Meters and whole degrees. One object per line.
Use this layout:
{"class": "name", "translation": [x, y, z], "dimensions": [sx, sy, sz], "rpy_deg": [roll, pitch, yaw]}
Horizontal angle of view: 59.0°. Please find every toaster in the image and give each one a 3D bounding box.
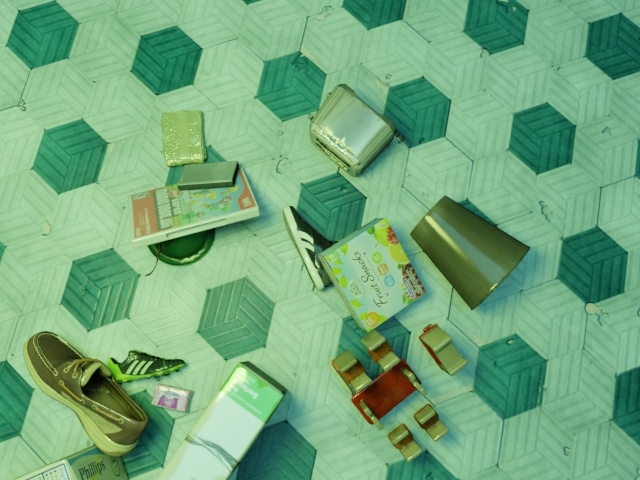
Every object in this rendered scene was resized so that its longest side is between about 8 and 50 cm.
{"class": "toaster", "translation": [0.078, -0.261, 1.390], "dimensions": [0.227, 0.129, 0.146], "rpy_deg": [40, 84, 4]}

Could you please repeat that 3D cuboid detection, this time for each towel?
{"class": "towel", "translation": [-0.347, -0.259, 1.425], "dimensions": [0.110, 0.027, 0.148], "rpy_deg": [-7, 79, -2]}

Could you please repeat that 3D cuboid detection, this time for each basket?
{"class": "basket", "translation": [0.338, 0.013, 1.332], "dimensions": [0.227, 0.154, 0.204], "rpy_deg": [44, 79, 10]}

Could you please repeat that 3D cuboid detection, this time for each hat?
{"class": "hat", "translation": [-0.337, -0.033, 1.298], "dimensions": [0.173, 0.183, 0.208], "rpy_deg": [-24, 80, -7]}

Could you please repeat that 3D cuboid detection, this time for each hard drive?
{"class": "hard drive", "translation": [-0.271, -0.157, 1.369], "dimensions": [0.135, 0.022, 0.094], "rpy_deg": [-4, 37, 5]}

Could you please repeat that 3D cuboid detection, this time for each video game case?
{"class": "video game case", "translation": [-0.300, -0.082, 1.317], "dimensions": [0.285, 0.025, 0.204], "rpy_deg": [-15, 38, -10]}

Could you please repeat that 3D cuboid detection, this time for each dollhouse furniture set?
{"class": "dollhouse furniture set", "translation": [0.191, 0.307, 1.271], "dimensions": [0.259, 0.135, 0.262], "rpy_deg": [-36, 100, -5]}

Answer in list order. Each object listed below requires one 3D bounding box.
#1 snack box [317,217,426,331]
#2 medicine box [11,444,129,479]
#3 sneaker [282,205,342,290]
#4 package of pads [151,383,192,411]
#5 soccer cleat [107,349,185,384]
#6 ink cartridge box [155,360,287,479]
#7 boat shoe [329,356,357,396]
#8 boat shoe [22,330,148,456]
{"class": "snack box", "translation": [0.120, 0.078, 1.312], "dimensions": [0.175, 0.070, 0.207], "rpy_deg": [-31, 100, -13]}
{"class": "medicine box", "translation": [-0.569, 0.539, 1.133], "dimensions": [0.289, 0.263, 0.149], "rpy_deg": [-22, 81, -6]}
{"class": "sneaker", "translation": [0.000, 0.000, 1.363], "dimensions": [0.121, 0.079, 0.216], "rpy_deg": [-24, 88, -10]}
{"class": "package of pads", "translation": [-0.339, 0.361, 1.295], "dimensions": [0.083, 0.032, 0.050], "rpy_deg": [12, 77, 1]}
{"class": "soccer cleat", "translation": [-0.403, 0.283, 1.296], "dimensions": [0.179, 0.060, 0.072], "rpy_deg": [-10, 77, -1]}
{"class": "ink cartridge box", "translation": [-0.202, 0.409, 1.198], "dimensions": [0.122, 0.211, 0.289], "rpy_deg": [35, 79, 5]}
{"class": "boat shoe", "translation": [0.070, 0.330, 1.309], "dimensions": [0.043, 0.049, 0.137], "rpy_deg": [-31, 91, 31]}
{"class": "boat shoe", "translation": [-0.502, 0.304, 1.226], "dimensions": [0.342, 0.123, 0.123], "rpy_deg": [43, 112, 15]}
